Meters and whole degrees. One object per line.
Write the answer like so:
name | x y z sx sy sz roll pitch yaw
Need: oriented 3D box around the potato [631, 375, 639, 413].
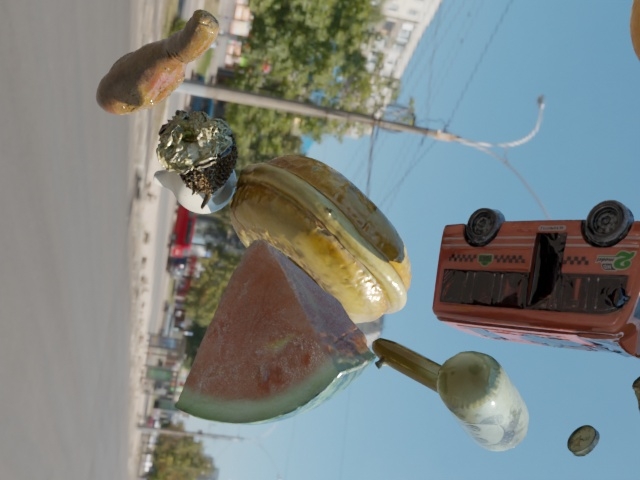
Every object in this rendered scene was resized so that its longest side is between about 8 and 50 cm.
potato | 0.535 0.292 1.071 0.269 0.255 0.112 -43 -166 -27

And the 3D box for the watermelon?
watermelon | -0.084 0.181 1.251 0.283 0.292 0.250 -19 -155 39

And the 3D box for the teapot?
teapot | -0.245 -0.130 1.699 0.092 0.226 0.145 11 -86 58

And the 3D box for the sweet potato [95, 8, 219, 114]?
sweet potato | -0.295 -0.317 1.417 0.385 0.109 0.109 -19 -124 42

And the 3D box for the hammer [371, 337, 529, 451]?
hammer | 0.194 0.228 1.294 0.305 0.202 0.113 22 -114 44

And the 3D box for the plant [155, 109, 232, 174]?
plant | -0.197 -0.145 1.219 0.122 0.116 0.104 124 -29 -79

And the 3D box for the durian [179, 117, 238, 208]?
durian | -0.241 -0.153 1.561 0.148 0.091 0.188 23 -66 43

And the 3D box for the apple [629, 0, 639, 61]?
apple | 0.639 -0.367 1.222 0.275 0.299 0.299 -40 -148 32

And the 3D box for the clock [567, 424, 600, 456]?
clock | 0.633 0.482 1.868 0.085 0.017 0.085 -43 -166 13

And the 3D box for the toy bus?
toy bus | 0.406 0.073 1.327 0.427 0.203 0.233 0 -108 50

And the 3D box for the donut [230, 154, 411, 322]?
donut | 0.000 0.000 1.628 0.198 0.449 0.449 -49 180 -16
